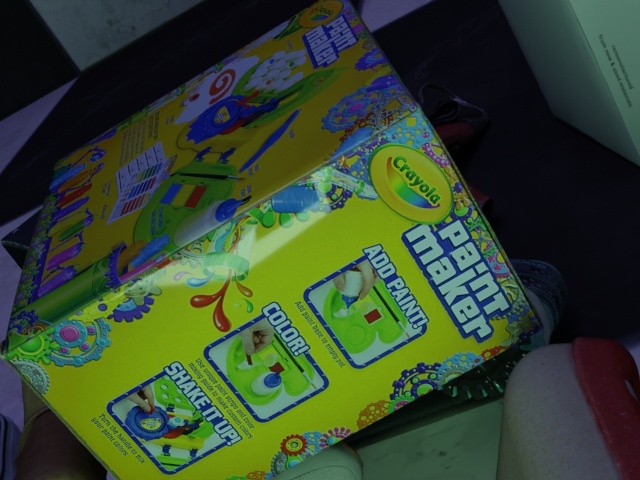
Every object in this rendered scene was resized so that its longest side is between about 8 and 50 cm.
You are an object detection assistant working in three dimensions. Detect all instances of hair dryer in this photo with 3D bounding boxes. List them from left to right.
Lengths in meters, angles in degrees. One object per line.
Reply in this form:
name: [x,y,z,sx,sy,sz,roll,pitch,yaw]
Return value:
hair dryer: [0.100,-0.100,1.021,0.223,0.080,0.294,-10,38,-8]

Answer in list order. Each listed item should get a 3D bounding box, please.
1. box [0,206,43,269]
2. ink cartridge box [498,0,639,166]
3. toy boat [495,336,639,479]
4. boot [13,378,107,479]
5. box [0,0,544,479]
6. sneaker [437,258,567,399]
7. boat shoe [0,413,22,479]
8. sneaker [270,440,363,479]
box: [-0.208,0.035,1.046,0.153,0.207,0.108,-44,26,-23]
ink cartridge box: [0.330,-0.241,0.905,0.270,0.197,0.198,-33,25,1]
toy boat: [0.172,0.148,0.496,0.151,0.151,0.231,0,29,-1]
boot: [-0.179,0.137,0.691,0.089,0.236,0.269,-2,7,-11]
box: [-0.041,-0.006,0.699,0.279,0.177,0.290,-30,27,8]
sneaker: [0.073,0.071,0.799,0.283,0.110,0.122,-6,18,41]
boat shoe: [-0.383,0.215,1.020,0.121,0.119,0.335,-44,19,-19]
sneaker: [-0.047,0.245,0.621,0.262,0.099,0.121,-49,35,-14]
